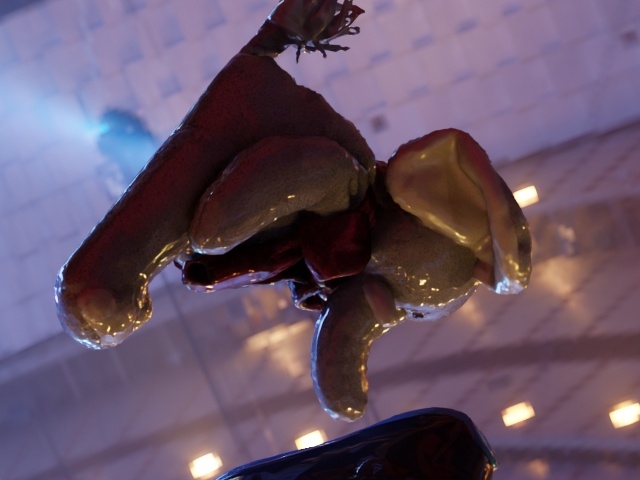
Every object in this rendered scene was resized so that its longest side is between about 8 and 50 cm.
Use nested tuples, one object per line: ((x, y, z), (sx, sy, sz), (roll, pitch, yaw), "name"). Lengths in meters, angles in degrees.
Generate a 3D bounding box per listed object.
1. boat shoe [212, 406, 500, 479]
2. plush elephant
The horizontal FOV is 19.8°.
((-0.019, 0.173, 1.072), (0.258, 0.109, 0.089), (-37, -167, 30), "boat shoe")
((0.000, 0.000, 1.309), (0.330, 0.255, 0.272), (-53, -177, -9), "plush elephant")
